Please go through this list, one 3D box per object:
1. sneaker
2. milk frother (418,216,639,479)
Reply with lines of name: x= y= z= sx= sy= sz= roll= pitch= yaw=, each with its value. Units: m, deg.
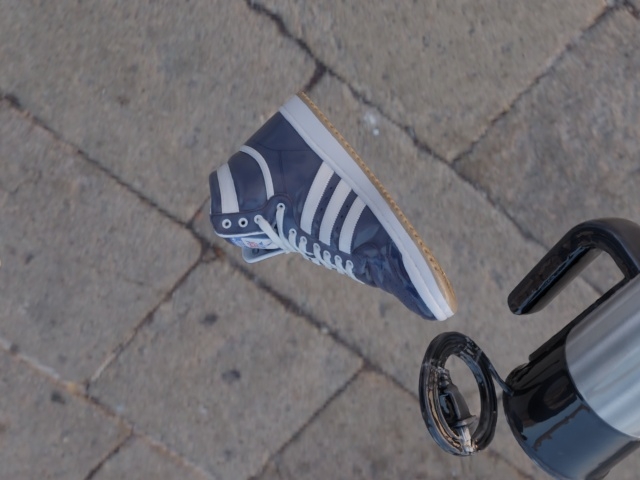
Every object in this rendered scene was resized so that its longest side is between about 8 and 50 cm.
sneaker: x=0.000 y=0.000 z=1.149 sx=0.153 sy=0.282 sz=0.099 roll=-37 pitch=150 yaw=0
milk frother: x=0.145 y=0.068 z=0.675 sx=0.129 sy=0.143 sz=0.135 roll=48 pitch=130 yaw=9
